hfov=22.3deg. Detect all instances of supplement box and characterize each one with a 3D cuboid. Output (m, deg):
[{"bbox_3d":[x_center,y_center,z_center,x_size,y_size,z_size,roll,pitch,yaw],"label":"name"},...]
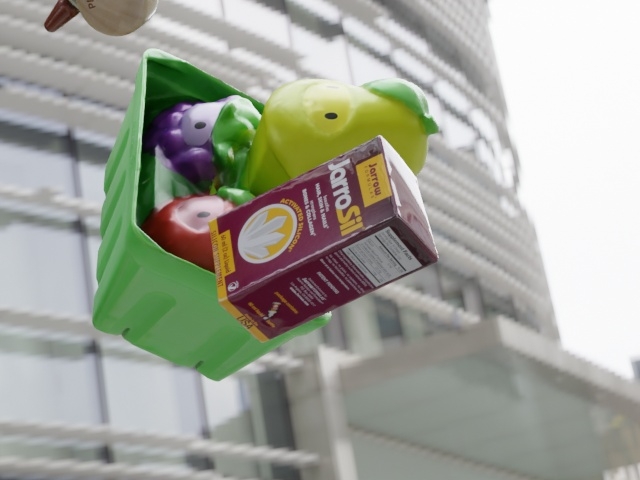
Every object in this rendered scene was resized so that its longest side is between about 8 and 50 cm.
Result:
[{"bbox_3d":[0.000,0.000,1.478,0.188,0.104,0.081,-26,-43,17],"label":"supplement box"}]

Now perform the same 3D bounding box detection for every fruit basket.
[{"bbox_3d":[-0.069,-0.072,1.793,0.283,0.392,0.392,26,-36,-23],"label":"fruit basket"}]

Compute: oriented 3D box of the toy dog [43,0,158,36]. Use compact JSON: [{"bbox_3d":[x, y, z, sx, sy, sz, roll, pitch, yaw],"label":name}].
[{"bbox_3d":[-0.279,-0.352,1.713,0.161,0.334,0.220,-25,-7,21],"label":"toy dog"}]
